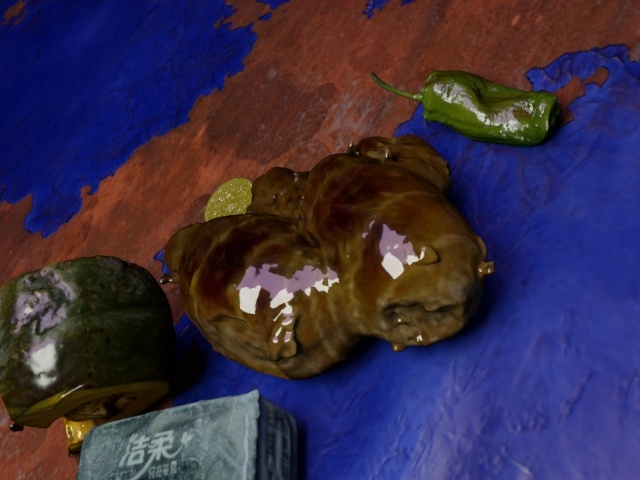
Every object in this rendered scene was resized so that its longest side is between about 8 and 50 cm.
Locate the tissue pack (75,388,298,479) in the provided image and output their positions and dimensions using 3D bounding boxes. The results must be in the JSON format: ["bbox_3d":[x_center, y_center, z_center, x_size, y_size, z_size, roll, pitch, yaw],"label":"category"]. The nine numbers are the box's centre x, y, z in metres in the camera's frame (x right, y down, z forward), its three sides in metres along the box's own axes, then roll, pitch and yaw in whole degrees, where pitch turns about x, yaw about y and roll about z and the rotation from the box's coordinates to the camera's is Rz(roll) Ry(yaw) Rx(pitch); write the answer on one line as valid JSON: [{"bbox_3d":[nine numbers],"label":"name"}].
[{"bbox_3d":[-0.132,0.313,0.625,0.227,0.103,0.316,-18,52,23],"label":"tissue pack"}]

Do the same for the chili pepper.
[{"bbox_3d":[0.162,-0.152,0.767,0.203,0.073,0.072,21,55,30],"label":"chili pepper"}]

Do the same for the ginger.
[{"bbox_3d":[-0.010,0.005,0.720,0.357,0.152,0.274,-20,50,21],"label":"ginger"}]

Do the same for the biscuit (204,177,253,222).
[{"bbox_3d":[-0.116,-0.045,0.917,0.084,0.023,0.084,-18,51,24],"label":"biscuit"}]

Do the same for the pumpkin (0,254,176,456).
[{"bbox_3d":[-0.279,0.139,0.740,0.280,0.190,0.139,-39,64,30],"label":"pumpkin"}]
